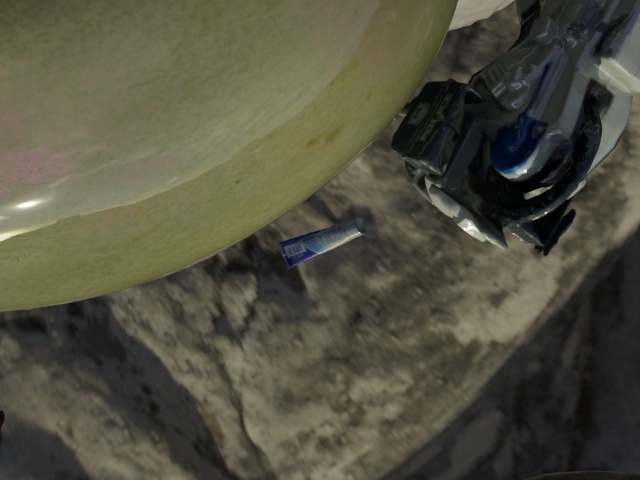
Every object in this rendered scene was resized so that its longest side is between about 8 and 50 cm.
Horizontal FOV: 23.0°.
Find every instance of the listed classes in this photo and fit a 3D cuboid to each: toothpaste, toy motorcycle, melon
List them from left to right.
[{"bbox_3d":[-0.117,-0.106,0.569,0.330,0.268,0.268,-14,107,12],"label":"melon"},{"bbox_3d":[0.000,0.000,1.303,0.083,0.015,0.024,-22,90,33],"label":"toothpaste"},{"bbox_3d":[0.110,-0.101,0.724,0.102,0.150,0.221,34,83,-31],"label":"toy motorcycle"}]

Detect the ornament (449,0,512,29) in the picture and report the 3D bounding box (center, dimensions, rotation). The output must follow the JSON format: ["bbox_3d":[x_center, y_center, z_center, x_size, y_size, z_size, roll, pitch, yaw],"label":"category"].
[{"bbox_3d":[0.048,-0.330,1.311,0.337,0.337,0.337,-3,104,-12],"label":"ornament"}]

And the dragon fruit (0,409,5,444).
[{"bbox_3d":[-0.258,0.092,0.866,0.120,0.127,0.161,-13,121,-49],"label":"dragon fruit"}]

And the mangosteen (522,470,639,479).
[{"bbox_3d":[0.147,0.277,0.892,0.297,0.313,0.297,0,89,30],"label":"mangosteen"}]
